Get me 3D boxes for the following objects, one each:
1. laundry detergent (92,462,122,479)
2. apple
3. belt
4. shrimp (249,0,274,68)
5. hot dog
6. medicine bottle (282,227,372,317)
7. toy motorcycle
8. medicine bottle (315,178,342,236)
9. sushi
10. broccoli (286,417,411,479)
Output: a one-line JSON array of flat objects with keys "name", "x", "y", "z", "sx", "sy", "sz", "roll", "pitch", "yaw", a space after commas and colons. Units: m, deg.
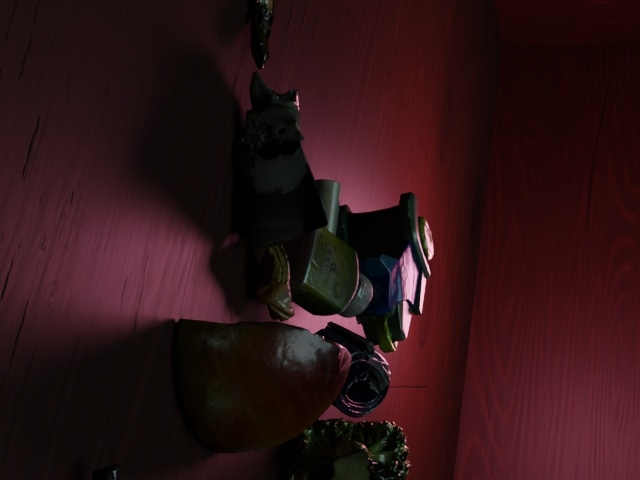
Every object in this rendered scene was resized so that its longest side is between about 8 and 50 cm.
[{"name": "laundry detergent", "x": -0.255, "y": 0.371, "z": 1.102, "sx": 0.144, "sy": 0.078, "sz": 0.222, "roll": -6, "pitch": 99, "yaw": -68}, {"name": "apple", "x": -0.091, "y": 0.214, "z": 1.458, "sx": 0.254, "sy": 0.179, "sz": 0.346, "roll": -45, "pitch": 152, "yaw": -4}, {"name": "belt", "x": 0.044, "y": 0.253, "z": 1.890, "sx": 0.140, "sy": 0.126, "sz": 0.230, "roll": -52, "pitch": 144, "yaw": -8}, {"name": "shrimp", "x": -0.106, "y": -0.377, "z": 1.498, "sx": 0.148, "sy": 0.035, "sz": 0.195, "roll": 57, "pitch": 33, "yaw": -65}, {"name": "hot dog", "x": -0.081, "y": 0.077, "z": 1.601, "sx": 0.078, "sy": 0.061, "sz": 0.169, "roll": -125, "pitch": -157, "yaw": -51}, {"name": "medicine bottle", "x": 0.006, "y": 0.064, "z": 1.732, "sx": 0.188, "sy": 0.088, "sz": 0.132, "roll": 36, "pitch": 56, "yaw": -42}, {"name": "toy motorcycle", "x": 0.118, "y": 0.052, "z": 1.923, "sx": 0.326, "sy": 0.191, "sz": 0.200, "roll": -86, "pitch": 160, "yaw": -44}, {"name": "medicine bottle", "x": 0.000, "y": 0.000, "z": 1.843, "sx": 0.059, "sy": 0.059, "sz": 0.231, "roll": 41, "pitch": 54, "yaw": -67}, {"name": "sushi", "x": -0.075, "y": -0.131, "z": 1.543, "sx": 0.109, "sy": 0.134, "sz": 0.273, "roll": -25, "pitch": 102, "yaw": -84}, {"name": "broccoli", "x": 0.046, "y": 0.397, "z": 1.819, "sx": 0.273, "sy": 0.242, "sz": 0.180, "roll": 82, "pitch": -2, "yaw": -47}]
